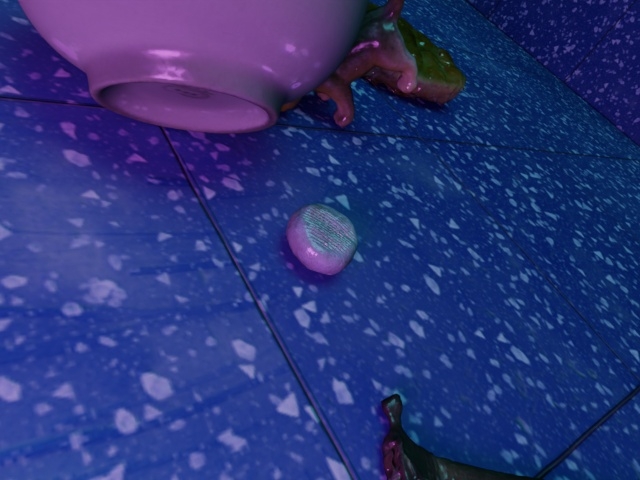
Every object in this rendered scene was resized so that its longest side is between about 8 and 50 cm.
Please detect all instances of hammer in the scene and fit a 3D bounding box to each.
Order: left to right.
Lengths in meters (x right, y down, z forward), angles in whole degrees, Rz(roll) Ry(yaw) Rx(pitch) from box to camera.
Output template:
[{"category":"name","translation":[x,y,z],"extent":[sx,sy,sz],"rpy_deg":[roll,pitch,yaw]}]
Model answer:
[{"category":"hammer","translation":[0.181,0.213,0.423],"extent":[0.297,0.027,0.125],"rpy_deg":[20,38,-21]}]

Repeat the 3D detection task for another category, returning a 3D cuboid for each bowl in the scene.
[{"category":"bowl","translation":[-0.118,-0.213,0.479],"extent":[0.353,0.353,0.185],"rpy_deg":[6,88,-34]}]

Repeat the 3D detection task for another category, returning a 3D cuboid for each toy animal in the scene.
[{"category":"toy animal","translation":[0.020,-0.247,0.709],"extent":[0.169,0.233,0.121],"rpy_deg":[55,19,-57]}]

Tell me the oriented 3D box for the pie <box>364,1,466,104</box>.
[{"category":"pie","translation":[0.150,-0.405,1.065],"extent":[0.339,0.083,0.340],"rpy_deg":[19,40,-17]}]

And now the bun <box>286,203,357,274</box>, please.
[{"category":"bun","translation":[0.000,0.000,0.505],"extent":[0.083,0.045,0.083],"rpy_deg":[20,41,-18]}]
